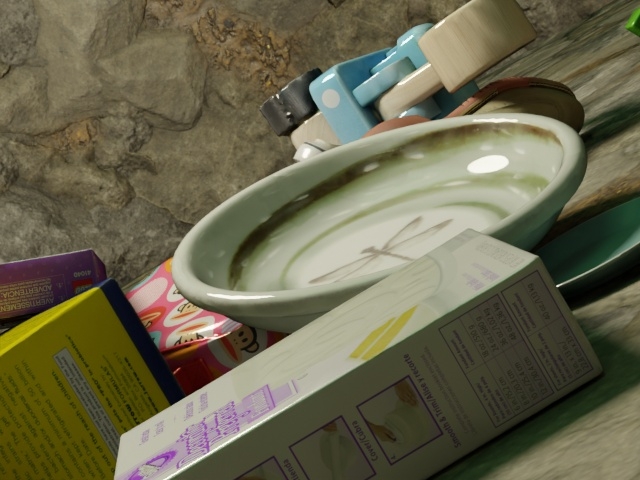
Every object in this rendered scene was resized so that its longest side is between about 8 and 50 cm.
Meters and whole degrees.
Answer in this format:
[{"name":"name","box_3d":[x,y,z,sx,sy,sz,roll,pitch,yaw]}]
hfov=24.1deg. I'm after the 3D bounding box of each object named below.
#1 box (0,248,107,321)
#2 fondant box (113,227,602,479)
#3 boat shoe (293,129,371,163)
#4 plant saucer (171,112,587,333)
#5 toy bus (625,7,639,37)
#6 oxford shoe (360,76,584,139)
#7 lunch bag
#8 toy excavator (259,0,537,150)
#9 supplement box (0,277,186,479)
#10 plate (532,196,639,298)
[{"name":"box","box_3d":[-0.326,0.060,1.573,0.201,0.057,0.293,-9,-3,-6]},{"name":"fondant box","box_3d":[0.014,0.120,1.084,0.330,0.096,0.238,-32,7,-2]},{"name":"boat shoe","box_3d":[0.076,-0.093,1.857,0.096,0.267,0.088,28,97,47]},{"name":"plant saucer","box_3d":[0.063,0.001,1.407,0.400,0.100,0.400,-17,19,6]},{"name":"toy bus","box_3d":[0.444,-0.271,1.727,0.104,0.191,0.202,-163,89,-81]},{"name":"oxford shoe","box_3d":[0.209,-0.092,1.813,0.397,0.140,0.146,-24,44,-39]},{"name":"lunch bag","box_3d":[-0.132,0.107,1.580,0.293,0.120,0.258,-18,22,36]},{"name":"toy excavator","box_3d":[0.136,-0.212,2.055,0.445,0.222,0.433,-35,-3,28]},{"name":"supplement box","box_3d":[-0.293,0.212,1.295,0.194,0.195,0.356,-25,8,38]},{"name":"plate","box_3d":[0.233,0.009,1.252,0.188,0.024,0.188,-29,7,4]}]
